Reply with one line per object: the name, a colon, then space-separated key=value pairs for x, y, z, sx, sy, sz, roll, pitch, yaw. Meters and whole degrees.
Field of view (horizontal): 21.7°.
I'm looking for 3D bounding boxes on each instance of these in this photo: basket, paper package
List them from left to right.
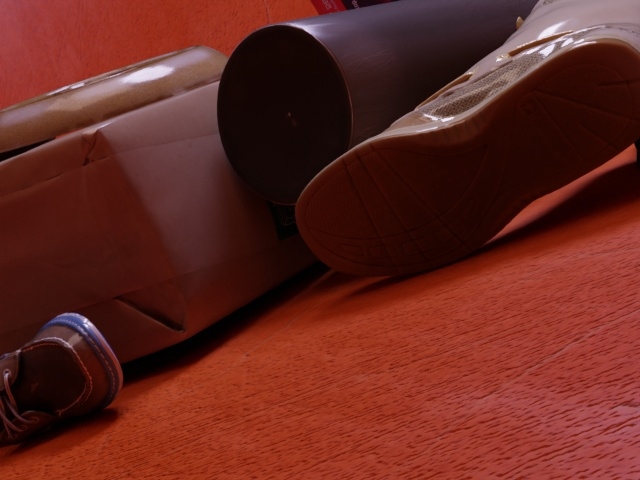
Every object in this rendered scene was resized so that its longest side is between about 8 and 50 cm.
paper package: x=-0.167 y=-0.001 z=1.306 sx=0.309 sy=0.168 sz=0.325 roll=-19 pitch=5 yaw=30
basket: x=0.045 y=-0.101 z=1.237 sx=0.227 sy=0.154 sz=0.204 roll=-12 pitch=-19 yaw=-48

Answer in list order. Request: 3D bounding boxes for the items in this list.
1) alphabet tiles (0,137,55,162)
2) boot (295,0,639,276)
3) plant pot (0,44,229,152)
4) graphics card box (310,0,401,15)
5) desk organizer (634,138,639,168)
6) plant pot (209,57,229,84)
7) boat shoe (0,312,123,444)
alphabet tiles: x=-0.343 y=0.049 z=1.474 sx=0.342 sy=0.011 sz=0.285 roll=-32 pitch=-29 yaw=-54
boot: x=0.118 y=-0.083 z=1.110 sx=0.262 sy=0.095 sz=0.203 roll=-31 pitch=12 yaw=29
plant pot: x=-0.186 y=-0.122 z=1.415 sx=0.236 sy=0.032 sz=0.236 roll=-18 pitch=10 yaw=3
graphics card box: x=0.182 y=-0.265 z=1.739 sx=0.371 sy=0.233 sz=0.094 roll=-31 pitch=0 yaw=35
desk organizer: x=0.233 y=-0.088 z=1.153 sx=0.050 sy=0.047 sz=0.130 roll=-24 pitch=6 yaw=14
plant pot: x=-0.103 y=-0.094 z=1.875 sx=0.205 sy=0.205 sz=0.188 roll=-22 pitch=-10 yaw=16
boat shoe: x=-0.188 y=0.101 z=1.083 sx=0.066 sy=0.066 sz=0.183 roll=-34 pitch=1 yaw=-35
